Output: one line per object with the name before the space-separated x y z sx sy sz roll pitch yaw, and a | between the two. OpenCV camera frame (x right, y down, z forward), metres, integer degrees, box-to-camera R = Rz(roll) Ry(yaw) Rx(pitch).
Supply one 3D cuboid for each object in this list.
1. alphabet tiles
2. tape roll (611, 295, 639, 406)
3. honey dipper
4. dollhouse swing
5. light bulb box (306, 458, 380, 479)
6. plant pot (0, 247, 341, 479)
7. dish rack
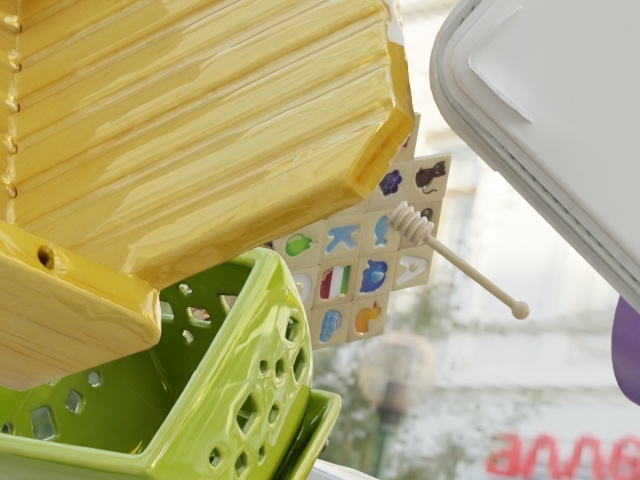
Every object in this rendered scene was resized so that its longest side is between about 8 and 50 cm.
alphabet tiles | 0.000 0.000 1.978 0.342 0.285 0.011 -11 31 -34
tape roll | 0.286 0.043 1.196 0.080 0.189 0.189 27 -3 39
honey dipper | 0.133 0.022 1.676 0.160 0.030 0.030 38 -12 9
dollhouse swing | -0.164 -0.141 1.092 0.315 0.347 0.305 27 -46 -35
light bulb box | 0.036 0.351 1.744 0.361 0.225 0.358 19 -6 37
plant pot | -0.127 0.147 1.449 0.228 0.227 0.207 4 -40 36
dish rack | 0.237 -0.092 1.005 0.333 0.285 0.072 46 16 16
